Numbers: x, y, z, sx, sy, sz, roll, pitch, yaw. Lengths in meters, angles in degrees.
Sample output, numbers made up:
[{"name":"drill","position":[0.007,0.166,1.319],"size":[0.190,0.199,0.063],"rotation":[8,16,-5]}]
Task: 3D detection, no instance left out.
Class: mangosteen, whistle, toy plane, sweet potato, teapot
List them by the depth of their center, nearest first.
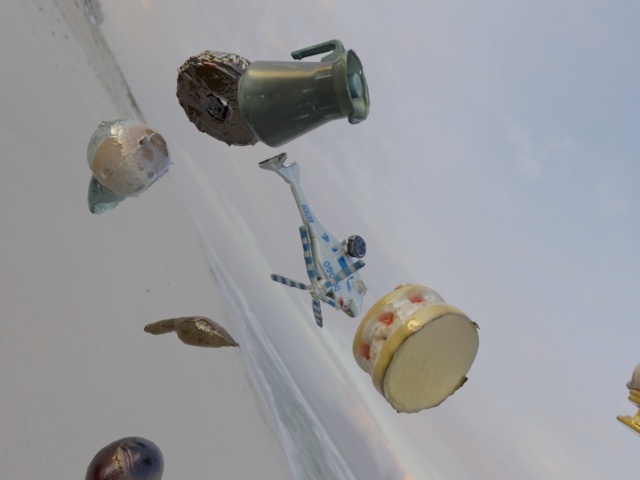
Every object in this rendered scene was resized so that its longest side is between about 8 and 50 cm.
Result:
[{"name":"toy plane","position":[-0.008,0.000,0.731],"size":[0.182,0.107,0.273],"rotation":[-34,-91,46]},{"name":"mangosteen","position":[-0.378,0.468,0.939],"size":[0.152,0.153,0.152],"rotation":[54,-11,16]},{"name":"teapot","position":[-0.029,-0.295,0.940],"size":[0.171,0.225,0.203],"rotation":[43,45,-59]},{"name":"whistle","position":[-0.478,-0.167,1.130],"size":[0.348,0.189,0.189],"rotation":[-32,-89,42]},{"name":"sweet potato","position":[-0.321,0.217,1.168],"size":[0.270,0.074,0.074],"rotation":[5,-37,20]}]

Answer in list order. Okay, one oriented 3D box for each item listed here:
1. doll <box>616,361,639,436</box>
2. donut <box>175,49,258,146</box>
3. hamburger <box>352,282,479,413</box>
[{"name":"doll","position":[0.322,0.123,0.437],"size":[0.073,0.127,0.084],"rotation":[36,-1,4]},{"name":"donut","position":[-0.237,-0.357,1.211],"size":[0.270,0.103,0.269],"rotation":[17,-37,13]},{"name":"hamburger","position":[0.220,0.232,1.092],"size":[0.303,0.260,0.186],"rotation":[17,17,-32]}]
